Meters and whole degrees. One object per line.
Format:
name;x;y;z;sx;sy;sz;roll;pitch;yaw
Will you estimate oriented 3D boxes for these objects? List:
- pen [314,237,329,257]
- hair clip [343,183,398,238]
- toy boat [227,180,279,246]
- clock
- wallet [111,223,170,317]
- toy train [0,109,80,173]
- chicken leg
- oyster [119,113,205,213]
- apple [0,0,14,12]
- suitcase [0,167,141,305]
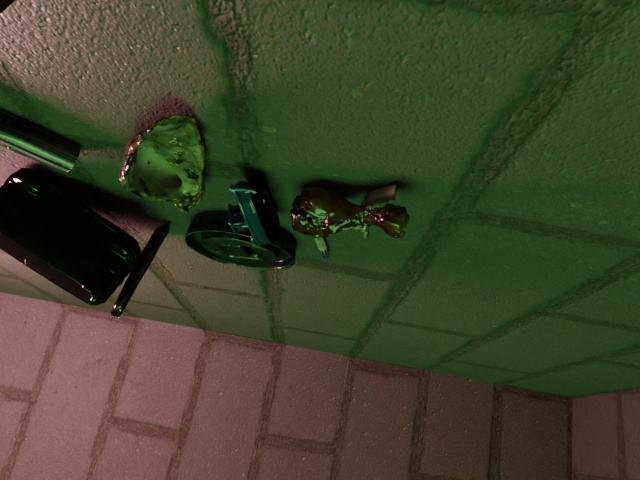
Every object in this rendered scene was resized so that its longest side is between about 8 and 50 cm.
pen;0.000;0.000;1.272;0.025;0.025;0.204;6;160;12
hair clip;0.090;-0.061;1.047;0.072;0.034;0.226;16;158;-5
toy boat;-0.143;-0.057;1.083;0.097;0.100;0.223;-6;157;4
clock;-0.196;0.007;1.343;0.281;0.055;0.280;9;160;3
wallet;-0.455;0.071;1.359;0.031;0.255;0.137;30;155;-19
toy train;-0.569;-0.201;0.970;0.252;0.055;0.048;26;155;-38
chicken leg;0.049;-0.047;0.997;0.252;0.087;0.107;7;159;31
oyster;-0.265;-0.147;0.949;0.166;0.093;0.294;-1;156;-25
apple;-0.369;-0.286;0.436;0.234;0.233;0.234;9;160;3
suitcase;-0.629;0.012;1.294;0.345;0.188;0.339;37;154;-17
